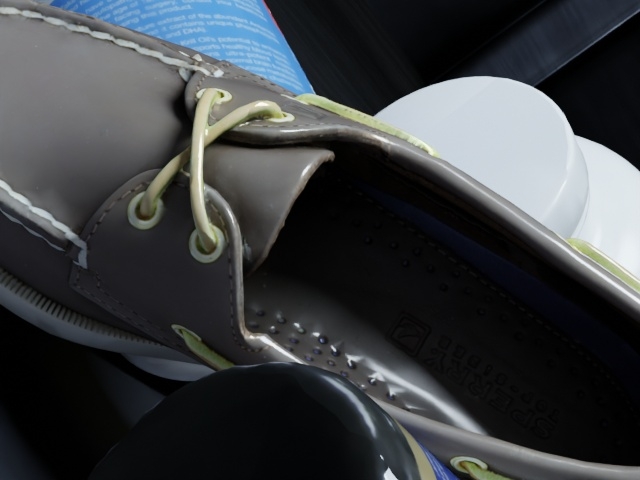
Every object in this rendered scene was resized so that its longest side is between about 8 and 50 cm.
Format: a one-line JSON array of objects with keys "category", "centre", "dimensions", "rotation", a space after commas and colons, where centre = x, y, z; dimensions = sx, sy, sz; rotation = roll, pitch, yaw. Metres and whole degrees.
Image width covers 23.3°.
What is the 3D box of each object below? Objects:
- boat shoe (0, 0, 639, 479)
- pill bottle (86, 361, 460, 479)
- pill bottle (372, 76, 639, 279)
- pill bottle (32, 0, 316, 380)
[{"category": "boat shoe", "centre": [-0.012, 0.001, 0.521], "dimensions": [0.324, 0.116, 0.097], "rotation": [31, -25, 1]}, {"category": "pill bottle", "centre": [0.025, 0.140, 0.484], "dimensions": [0.219, 0.123, 0.123], "rotation": [46, 13, -40]}, {"category": "pill bottle", "centre": [0.117, 0.068, 0.826], "dimensions": [0.323, 0.181, 0.181], "rotation": [57, 6, -44]}, {"category": "pill bottle", "centre": [-0.067, -0.057, 0.689], "dimensions": [0.124, 0.124, 0.221], "rotation": [41, 18, -52]}]
